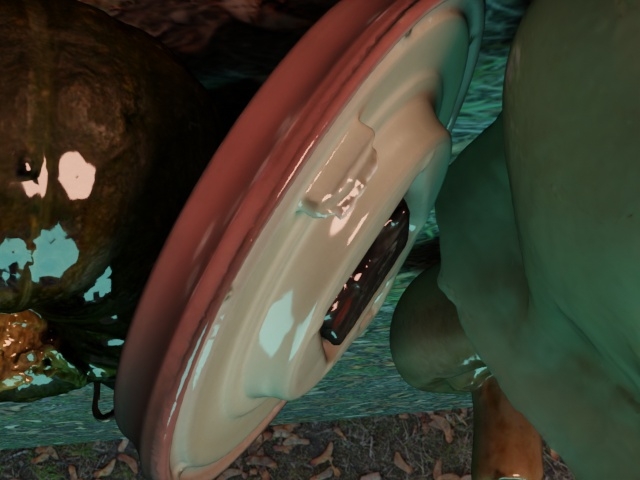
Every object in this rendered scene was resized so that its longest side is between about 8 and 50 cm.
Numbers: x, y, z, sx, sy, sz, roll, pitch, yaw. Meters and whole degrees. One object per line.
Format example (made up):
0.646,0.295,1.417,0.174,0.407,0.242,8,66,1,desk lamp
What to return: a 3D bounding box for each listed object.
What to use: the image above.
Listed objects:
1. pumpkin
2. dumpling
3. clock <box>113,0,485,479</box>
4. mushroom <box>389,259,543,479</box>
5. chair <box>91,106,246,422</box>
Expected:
-0.142,-0.009,0.479,0.224,0.157,0.223,-10,153,-5,pumpkin
0.202,-0.017,0.406,0.212,0.270,0.320,-28,167,-17,dumpling
0.001,0.000,0.473,0.056,0.244,0.244,31,170,10,clock
0.161,0.110,0.949,0.207,0.215,0.207,2,160,1,mushroom
-0.093,0.019,0.647,0.221,0.145,0.140,-13,164,27,chair
